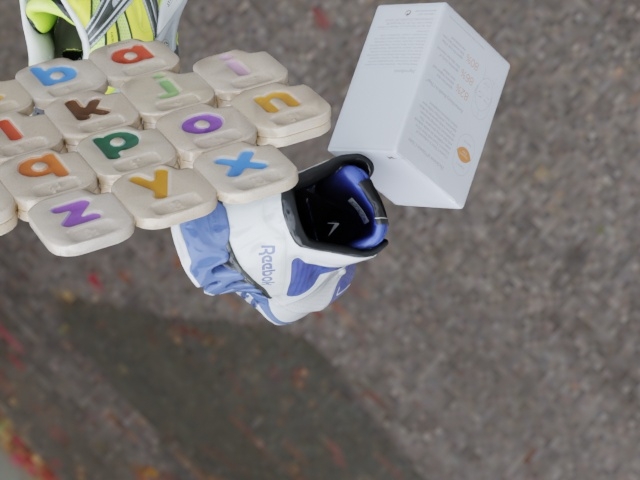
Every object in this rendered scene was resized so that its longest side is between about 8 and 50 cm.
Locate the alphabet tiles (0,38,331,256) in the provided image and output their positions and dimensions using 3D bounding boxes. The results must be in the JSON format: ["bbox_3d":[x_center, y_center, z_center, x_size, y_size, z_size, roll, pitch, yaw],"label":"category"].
[{"bbox_3d":[-0.142,-0.067,1.288,0.278,0.284,0.021,43,146,53],"label":"alphabet tiles"}]

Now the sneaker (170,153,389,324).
[{"bbox_3d":[-0.001,0.000,1.912,0.182,0.127,0.315,-15,168,21],"label":"sneaker"}]

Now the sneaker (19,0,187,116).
[{"bbox_3d":[-0.207,-0.258,1.840,0.145,0.385,0.147,-7,165,38],"label":"sneaker"}]

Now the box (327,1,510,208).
[{"bbox_3d":[0.102,-0.136,1.930,0.091,0.170,0.130,5,157,41],"label":"box"}]
